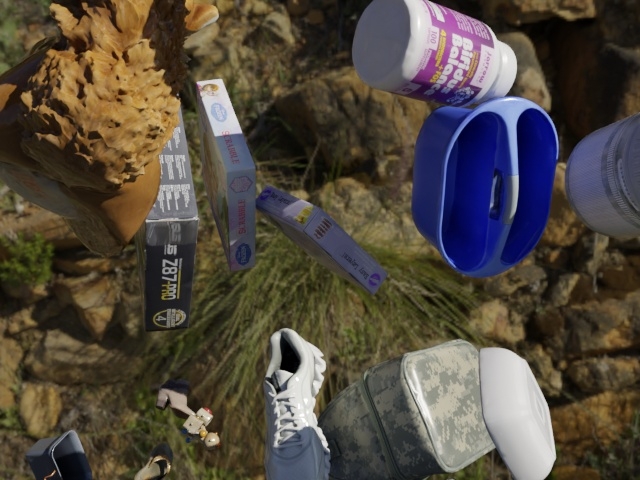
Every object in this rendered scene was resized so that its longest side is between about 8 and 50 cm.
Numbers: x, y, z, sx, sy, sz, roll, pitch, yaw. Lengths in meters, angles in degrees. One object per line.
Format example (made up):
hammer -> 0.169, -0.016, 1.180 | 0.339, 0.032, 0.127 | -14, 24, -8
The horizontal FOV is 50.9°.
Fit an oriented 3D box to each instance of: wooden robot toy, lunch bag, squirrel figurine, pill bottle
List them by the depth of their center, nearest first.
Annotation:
squirrel figurine -> -0.253, -0.223, 0.845 | 0.397, 0.281, 0.370 | -18, 43, 57
lunch bag -> 0.157, 0.321, 1.216 | 0.256, 0.213, 0.305 | -29, -15, 33
pill bottle -> 0.220, -0.337, 1.238 | 0.301, 0.169, 0.169 | 3, 18, -37
wooden robot toy -> -0.242, 0.411, 1.445 | 0.079, 0.173, 0.076 | 33, 64, 11

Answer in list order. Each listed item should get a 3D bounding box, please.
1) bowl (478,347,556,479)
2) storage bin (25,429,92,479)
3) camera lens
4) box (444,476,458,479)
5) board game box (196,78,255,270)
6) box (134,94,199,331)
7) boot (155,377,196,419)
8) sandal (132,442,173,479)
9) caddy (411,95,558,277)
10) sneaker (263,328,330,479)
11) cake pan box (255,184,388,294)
bowl -> 0.244, 0.212, 0.823 | 0.053, 0.142, 0.142 | -20, 26, 22
storage bin -> -0.574, 0.491, 1.454 | 0.091, 0.135, 0.098 | -10, 18, 19
camera lens -> 0.587, -0.119, 1.202 | 0.219, 0.219, 0.274 | -10, -2, -6
box -> 0.172, 0.627, 1.219 | 0.293, 0.296, 0.073 | -18, -2, -12
board game box -> -0.219, -0.150, 1.559 | 0.065, 0.318, 0.319 | -11, 49, -15
box -> -0.306, -0.077, 1.271 | 0.097, 0.318, 0.395 | -4, 50, -17
boot -> -0.334, 0.374, 1.606 | 0.118, 0.042, 0.087 | 16, 45, 10
sandal -> -0.418, 0.583, 1.726 | 0.049, 0.072, 0.180 | -31, 5, 17
caddy -> 0.308, -0.101, 1.244 | 0.241, 0.341, 0.179 | -8, 25, -17
sneaker -> -0.049, 0.275, 1.059 | 0.110, 0.118, 0.292 | -11, 52, 8
cake pan box -> 0.000, 0.000, 1.505 | 0.070, 0.267, 0.245 | -51, 33, -6
